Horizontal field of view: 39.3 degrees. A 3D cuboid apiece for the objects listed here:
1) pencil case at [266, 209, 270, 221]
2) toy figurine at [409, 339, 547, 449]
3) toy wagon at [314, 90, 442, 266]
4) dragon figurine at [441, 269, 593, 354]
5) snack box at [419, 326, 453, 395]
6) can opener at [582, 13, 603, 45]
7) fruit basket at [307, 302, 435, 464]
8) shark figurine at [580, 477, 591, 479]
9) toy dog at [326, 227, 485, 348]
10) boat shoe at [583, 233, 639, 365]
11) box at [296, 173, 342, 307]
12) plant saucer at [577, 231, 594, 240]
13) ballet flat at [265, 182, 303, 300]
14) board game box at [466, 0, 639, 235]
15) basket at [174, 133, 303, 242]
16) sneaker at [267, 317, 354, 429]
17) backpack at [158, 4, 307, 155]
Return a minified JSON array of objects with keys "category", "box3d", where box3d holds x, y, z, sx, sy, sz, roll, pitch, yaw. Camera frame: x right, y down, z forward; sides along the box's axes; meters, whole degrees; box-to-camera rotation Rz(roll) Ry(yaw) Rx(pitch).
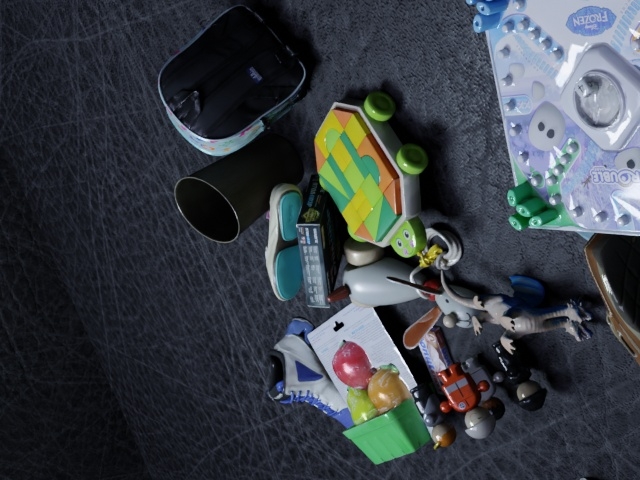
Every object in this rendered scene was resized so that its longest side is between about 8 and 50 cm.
[{"category":"pencil case","box3d":[-0.066,0.001,1.975,0.098,0.095,0.209,7,148,4]},{"category":"toy figurine","box3d":[0.301,0.302,1.726,0.148,0.213,0.209,61,148,12]},{"category":"toy wagon","box3d":[0.107,-0.098,1.663,0.344,0.068,0.267,61,149,18]},{"category":"dragon figurine","box3d":[0.349,0.118,1.598,0.289,0.144,0.085,28,132,52]},{"category":"snack box","box3d":[0.253,0.259,1.920,0.064,0.022,0.178,6,126,50]},{"category":"can opener","box3d":[0.451,-0.192,1.182,0.283,0.095,0.076,47,146,7]},{"category":"fruit basket","box3d":[0.128,0.320,2.053,0.353,0.165,0.327,64,148,11]},{"category":"shark figurine","box3d":[0.585,0.594,1.750,0.166,0.116,0.278,-1,122,50]},{"category":"toy dog","box3d":[0.144,0.105,1.781,0.334,0.161,0.220,-3,119,52]},{"category":"boat shoe","box3d":[0.496,0.122,1.383,0.324,0.122,0.120,52,158,-15]},{"category":"box","box3d":[0.000,0.000,1.850,0.051,0.175,0.220,2,128,11]},{"category":"plant saucer","box3d":[0.447,-0.048,1.348,0.195,0.037,0.195,30,158,14]},{"category":"ballet flat","box3d":[-0.076,-0.002,1.836,0.086,0.086,0.248,21,116,39]},{"category":"board game box","box3d":[0.372,-0.186,1.203,0.390,0.050,0.389,7,115,56]},{"category":"basket","box3d":[-0.159,-0.118,1.883,0.204,0.227,0.154,9,128,46]},{"category":"sneaker","box3d":[-0.031,0.368,2.227,0.315,0.182,0.127,53,149,-1]},{"category":"backpack","box3d":[-0.177,-0.292,1.722,0.225,0.253,0.191,47,167,6]}]
